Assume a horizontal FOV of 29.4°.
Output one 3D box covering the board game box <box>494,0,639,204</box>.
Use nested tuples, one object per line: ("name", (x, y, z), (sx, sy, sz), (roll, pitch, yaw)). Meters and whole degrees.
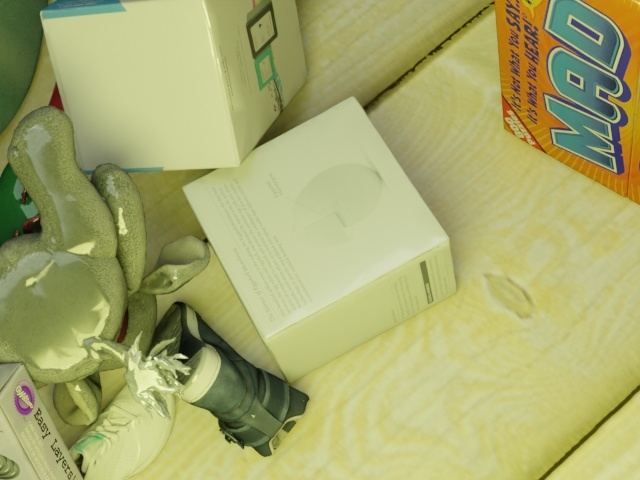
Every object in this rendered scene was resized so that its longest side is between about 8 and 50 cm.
("board game box", (0.433, -0.258, 1.298), (0.356, 0.356, 0.356), (33, 73, 24))

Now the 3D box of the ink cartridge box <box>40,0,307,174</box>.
("ink cartridge box", (-0.157, -0.222, 1.416), (0.198, 0.197, 0.270), (-2, 27, 18))

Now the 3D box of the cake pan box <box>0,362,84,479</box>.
("cake pan box", (-0.370, 0.244, 1.220), (0.266, 0.246, 0.070), (-9, 28, 22))

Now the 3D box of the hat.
("hat", (-0.361, -0.091, 1.433), (0.208, 0.183, 0.173), (-37, 24, -19))

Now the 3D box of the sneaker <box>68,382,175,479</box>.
("sneaker", (-0.235, 0.226, 1.325), (0.080, 0.094, 0.212), (24, 69, 23))

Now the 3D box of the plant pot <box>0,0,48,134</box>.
("plant pot", (-0.509, -0.253, 1.560), (0.247, 0.248, 0.252), (-2, 78, 10))

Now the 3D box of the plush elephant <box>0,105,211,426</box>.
("plush elephant", (-0.262, 0.057, 1.281), (0.330, 0.255, 0.272), (42, 84, 0))

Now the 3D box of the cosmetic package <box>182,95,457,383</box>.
("cosmetic package", (0.000, 0.000, 1.373), (0.224, 0.138, 0.224), (-27, 61, -5))

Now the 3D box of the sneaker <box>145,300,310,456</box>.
("sneaker", (-0.104, 0.155, 1.347), (0.086, 0.163, 0.226), (-55, 23, 3))
